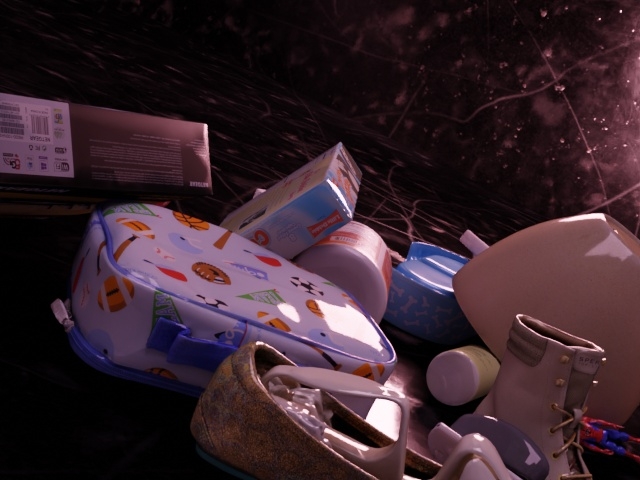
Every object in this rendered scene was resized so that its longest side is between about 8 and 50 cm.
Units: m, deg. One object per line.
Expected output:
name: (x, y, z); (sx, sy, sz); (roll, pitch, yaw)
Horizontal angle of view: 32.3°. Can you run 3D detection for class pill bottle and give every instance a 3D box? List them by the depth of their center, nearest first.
pill bottle: (0.024, 0.043, 1.320); (0.121, 0.121, 0.216); (24, 12, 1)

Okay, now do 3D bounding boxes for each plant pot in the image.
plant pot: (0.333, 0.077, 1.388); (0.284, 0.191, 0.284); (37, 20, -15)

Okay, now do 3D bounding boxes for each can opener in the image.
can opener: (0.203, 0.232, 0.928); (0.093, 0.074, 0.280); (-37, 51, -23)

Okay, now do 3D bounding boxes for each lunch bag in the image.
lunch bag: (-0.092, 0.074, 1.011); (0.303, 0.115, 0.243); (19, 15, -22)

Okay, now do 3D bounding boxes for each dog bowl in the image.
dog bowl: (0.166, 0.075, 1.550); (0.166, 0.074, 0.297); (28, 14, 19)

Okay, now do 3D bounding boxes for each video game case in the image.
video game case: (0.346, 0.093, 1.698); (0.285, 0.025, 0.204); (38, 6, -9)

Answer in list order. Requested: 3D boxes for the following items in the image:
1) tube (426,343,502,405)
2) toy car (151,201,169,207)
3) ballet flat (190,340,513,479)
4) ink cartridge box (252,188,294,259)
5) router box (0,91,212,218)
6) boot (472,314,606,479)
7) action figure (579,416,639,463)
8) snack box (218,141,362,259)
tube: (0.188, 0.152, 1.320); (0.240, 0.062, 0.070); (5, 62, -67)
toy car: (-0.327, -0.103, 1.442); (0.239, 0.053, 0.225); (17, 14, -30)
ballet flat: (0.067, 0.181, 0.849); (0.348, 0.123, 0.123); (26, 13, 8)
ink cartridge box: (0.000, 0.000, 1.569); (0.198, 0.067, 0.115); (32, 15, 30)
router box: (-0.292, -0.073, 1.070); (0.243, 0.081, 0.309); (-6, -3, 30)
boot: (0.229, 0.179, 1.026); (0.077, 0.165, 0.213); (11, 16, -42)
action figure: (0.335, 0.231, 1.294); (0.115, 0.038, 0.030); (20, -4, -19)
snack box: (-0.045, -0.030, 1.351); (0.060, 0.187, 0.322); (56, 10, -8)
